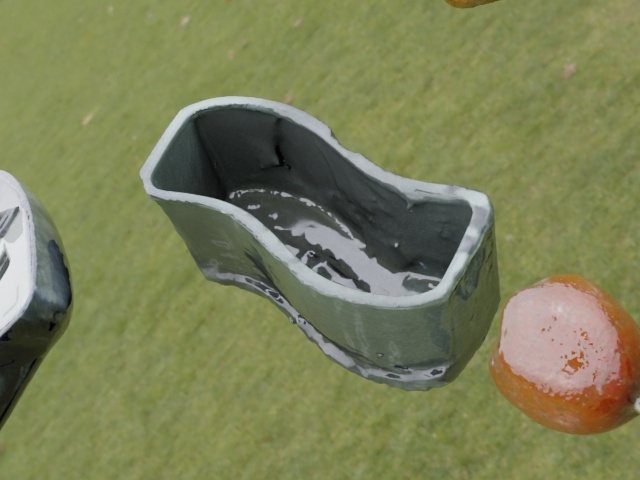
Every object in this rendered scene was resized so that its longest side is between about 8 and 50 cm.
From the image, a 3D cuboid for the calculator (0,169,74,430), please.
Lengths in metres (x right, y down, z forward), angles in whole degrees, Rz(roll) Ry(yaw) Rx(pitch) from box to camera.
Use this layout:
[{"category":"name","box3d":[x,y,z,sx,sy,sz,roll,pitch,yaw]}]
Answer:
[{"category":"calculator","box3d":[-0.203,0.048,0.620,0.177,0.040,0.268,-57,31,3]}]

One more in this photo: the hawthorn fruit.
[{"category":"hawthorn fruit","box3d":[0.338,0.158,1.450,0.199,0.199,0.251,-51,45,-6]}]

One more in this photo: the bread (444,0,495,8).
[{"category":"bread","box3d":[0.111,-0.289,0.716,0.139,0.271,0.077,-14,10,5]}]

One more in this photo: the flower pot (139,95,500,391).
[{"category":"flower pot","box3d":[0.000,0.000,0.722,0.229,0.108,0.103,27,66,29]}]
